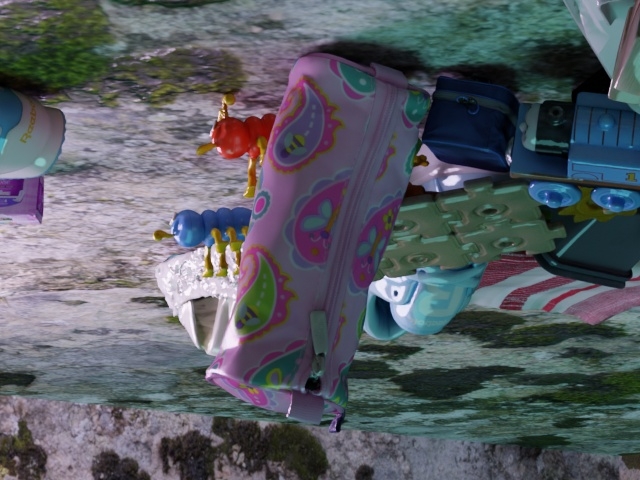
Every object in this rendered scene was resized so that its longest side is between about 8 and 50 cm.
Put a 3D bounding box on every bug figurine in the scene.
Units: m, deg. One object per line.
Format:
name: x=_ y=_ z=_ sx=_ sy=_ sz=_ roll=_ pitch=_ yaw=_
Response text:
bug figurine: x=-0.028 y=-0.051 z=1.522 sx=0.216 sy=0.072 sz=0.279 roll=-3 pitch=157 yaw=-18

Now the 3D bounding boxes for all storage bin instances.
storage bin: x=0.272 y=-0.023 z=1.646 sx=0.135 sy=0.098 sz=0.091 roll=13 pitch=134 yaw=-40

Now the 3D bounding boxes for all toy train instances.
toy train: x=0.235 y=-0.070 z=1.303 sx=0.184 sy=0.080 sz=0.105 roll=8 pitch=156 yaw=10

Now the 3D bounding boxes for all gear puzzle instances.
gear puzzle: x=0.119 y=-0.026 z=1.451 sx=0.339 sy=0.044 sz=0.175 roll=-10 pitch=157 yaw=14

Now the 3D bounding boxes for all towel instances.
towel: x=0.268 y=0.052 z=2.046 sx=0.329 sy=0.037 sz=0.237 roll=7 pitch=164 yaw=-23

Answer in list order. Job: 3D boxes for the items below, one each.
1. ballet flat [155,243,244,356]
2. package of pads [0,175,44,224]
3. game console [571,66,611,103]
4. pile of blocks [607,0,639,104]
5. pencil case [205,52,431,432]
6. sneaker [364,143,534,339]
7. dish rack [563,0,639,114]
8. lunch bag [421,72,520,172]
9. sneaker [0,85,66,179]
ballet flat: x=-0.096 y=0.064 z=1.879 sx=0.147 sy=0.147 sz=0.409 roll=6 pitch=169 yaw=-19
package of pads: x=-0.314 y=-0.042 z=1.658 sx=0.083 sy=0.050 sz=0.032 roll=0 pitch=161 yaw=5
game console: x=0.398 y=-0.111 z=1.346 sx=0.361 sy=0.044 sz=0.213 roll=6 pitch=166 yaw=-14
pile of blocks: x=0.307 y=-0.127 z=0.895 sx=0.149 sy=0.112 sz=0.362 roll=42 pitch=134 yaw=-22
pencil case: x=0.000 y=0.000 z=1.319 sx=0.124 sy=0.284 sz=0.124 roll=15 pitch=173 yaw=2
sneaker: x=0.125 y=0.011 z=1.625 sx=0.135 sy=0.150 sz=0.366 roll=3 pitch=163 yaw=-14
dish rack: x=0.318 y=-0.148 z=1.060 sx=0.333 sy=0.072 sz=0.285 roll=-4 pitch=157 yaw=25
lunch bag: x=0.124 y=-0.099 z=1.367 sx=0.067 sy=0.065 sz=0.098 roll=11 pitch=172 yaw=16
sneaker: x=-0.328 y=-0.084 z=1.442 sx=0.229 sy=0.087 sz=0.092 roll=-17 pitch=152 yaw=32
